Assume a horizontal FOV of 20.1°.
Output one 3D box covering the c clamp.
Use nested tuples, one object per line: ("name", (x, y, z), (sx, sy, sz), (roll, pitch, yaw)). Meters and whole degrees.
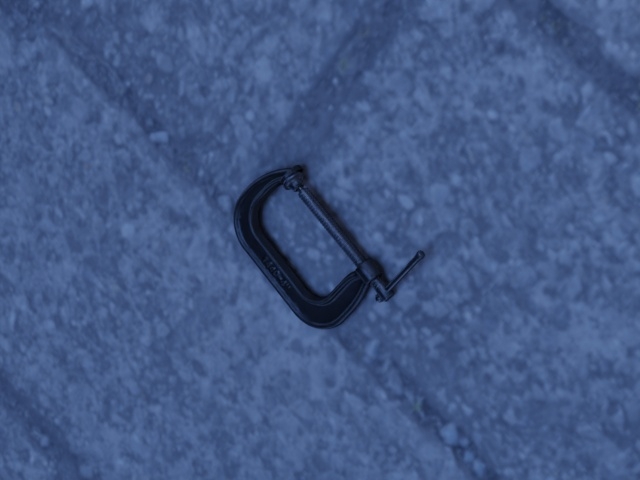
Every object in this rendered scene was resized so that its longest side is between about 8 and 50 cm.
("c clamp", (0.000, 0.000, 1.479), (0.160, 0.022, 0.137), (46, 127, 15))
